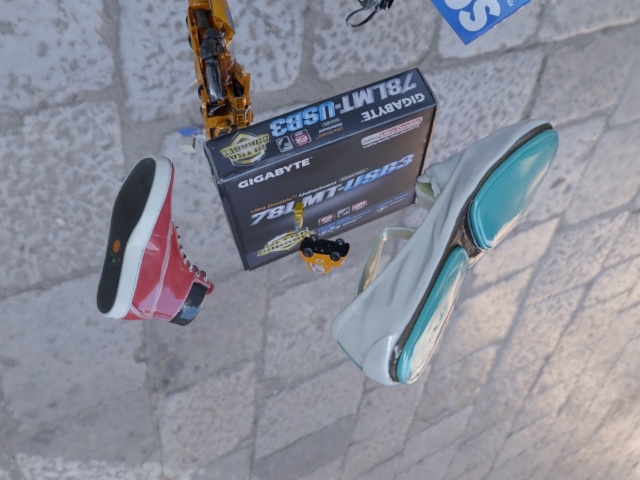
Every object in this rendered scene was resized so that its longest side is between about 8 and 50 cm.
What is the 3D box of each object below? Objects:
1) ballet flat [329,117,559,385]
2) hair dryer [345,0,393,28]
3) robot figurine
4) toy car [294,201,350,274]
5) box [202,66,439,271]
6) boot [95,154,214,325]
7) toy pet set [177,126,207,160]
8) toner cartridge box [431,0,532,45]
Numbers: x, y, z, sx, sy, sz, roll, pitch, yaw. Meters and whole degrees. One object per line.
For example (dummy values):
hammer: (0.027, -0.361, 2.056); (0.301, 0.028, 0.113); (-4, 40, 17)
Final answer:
ballet flat: (0.144, -0.014, 0.899); (0.400, 0.139, 0.139); (-54, 147, -19)
hair dryer: (0.175, -0.405, 1.104); (0.293, 0.224, 0.080); (-32, 112, 19)
robot figurine: (-0.163, -0.282, 1.197); (0.085, 0.291, 0.211); (-10, 151, -8)
toy car: (0.000, 0.000, 0.885); (0.060, 0.122, 0.041); (-1, 121, -6)
box: (0.004, -0.087, 1.031); (0.295, 0.073, 0.293); (-21, 160, -9)
boot: (-0.223, 0.004, 1.109); (0.176, 0.088, 0.244); (13, 91, -44)
toy pet set: (-0.305, -0.260, 1.925); (0.114, 0.065, 0.122); (4, 161, 9)
toner cartridge box: (0.146, -0.403, 0.871); (0.165, 0.075, 0.348); (-33, 133, 24)
